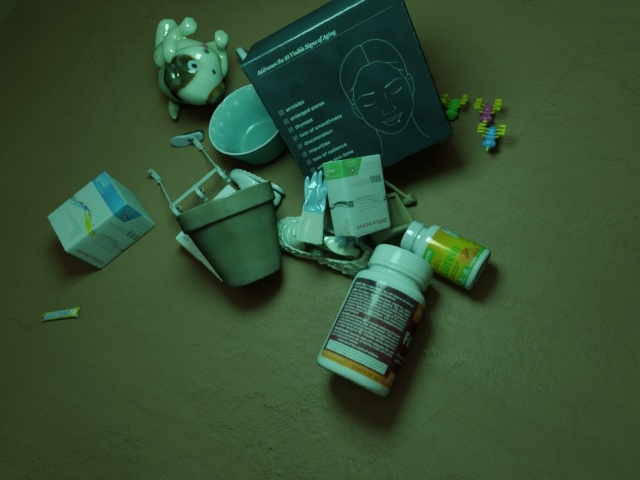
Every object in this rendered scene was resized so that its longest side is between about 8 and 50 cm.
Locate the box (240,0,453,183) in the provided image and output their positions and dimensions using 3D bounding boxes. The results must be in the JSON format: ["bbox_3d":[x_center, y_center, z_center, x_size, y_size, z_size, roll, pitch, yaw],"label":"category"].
[{"bbox_3d":[0.088,-0.473,1.501,0.480,0.472,0.297,-23,32,13],"label":"box"}]

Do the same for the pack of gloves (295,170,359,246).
[{"bbox_3d":[0.035,-0.096,1.498,0.195,0.046,0.232,9,83,-4],"label":"pack of gloves"}]

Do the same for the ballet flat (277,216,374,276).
[{"bbox_3d":[0.000,0.000,1.584,0.409,0.147,0.147,19,74,21],"label":"ballet flat"}]

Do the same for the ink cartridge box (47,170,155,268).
[{"bbox_3d":[-0.815,-0.072,1.799,0.270,0.198,0.197,-40,64,-4],"label":"ink cartridge box"}]

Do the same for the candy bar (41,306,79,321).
[{"bbox_3d":[-0.970,0.277,1.798,0.161,0.018,0.040,-8,66,11],"label":"candy bar"}]

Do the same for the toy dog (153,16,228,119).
[{"bbox_3d":[-0.510,-0.651,1.848,0.395,0.284,0.408,-58,34,8],"label":"toy dog"}]

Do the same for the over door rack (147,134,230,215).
[{"bbox_3d":[-0.497,-0.238,1.845,0.239,0.108,0.324,-40,50,-3],"label":"over door rack"}]

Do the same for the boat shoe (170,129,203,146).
[{"bbox_3d":[-0.539,-0.417,1.955,0.142,0.049,0.040,-10,47,9],"label":"boat shoe"}]

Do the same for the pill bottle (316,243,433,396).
[{"bbox_3d":[0.168,0.225,1.396,0.224,0.224,0.392,21,75,22],"label":"pill bottle"}]

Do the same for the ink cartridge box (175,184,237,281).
[{"bbox_3d":[-0.337,-0.024,1.729,0.239,0.060,0.275,42,83,7],"label":"ink cartridge box"}]

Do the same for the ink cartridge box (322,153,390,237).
[{"bbox_3d":[0.107,-0.130,1.408,0.092,0.160,0.219,1,103,52],"label":"ink cartridge box"}]

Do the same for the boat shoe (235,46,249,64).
[{"bbox_3d":[-0.228,-0.684,1.943,0.105,0.113,0.306,-36,66,-8],"label":"boat shoe"}]

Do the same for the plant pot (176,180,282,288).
[{"bbox_3d":[-0.260,-0.008,1.564,0.323,0.323,0.280,-22,96,6],"label":"plant pot"}]

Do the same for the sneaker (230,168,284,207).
[{"bbox_3d":[-0.247,-0.187,1.760,0.235,0.090,0.095,25,86,24],"label":"sneaker"}]

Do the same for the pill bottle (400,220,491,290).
[{"bbox_3d":[0.374,0.037,1.465,0.245,0.136,0.136,29,78,24],"label":"pill bottle"}]

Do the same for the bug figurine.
[{"bbox_3d":[0.498,-0.403,1.650,0.279,0.072,0.216,15,66,25],"label":"bug figurine"}]

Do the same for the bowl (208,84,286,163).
[{"bbox_3d":[-0.240,-0.409,1.794,0.311,0.163,0.311,-8,65,17],"label":"bowl"}]

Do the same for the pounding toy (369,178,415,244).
[{"bbox_3d":[0.222,-0.101,1.572,0.094,0.206,0.181,-42,72,45],"label":"pounding toy"}]
